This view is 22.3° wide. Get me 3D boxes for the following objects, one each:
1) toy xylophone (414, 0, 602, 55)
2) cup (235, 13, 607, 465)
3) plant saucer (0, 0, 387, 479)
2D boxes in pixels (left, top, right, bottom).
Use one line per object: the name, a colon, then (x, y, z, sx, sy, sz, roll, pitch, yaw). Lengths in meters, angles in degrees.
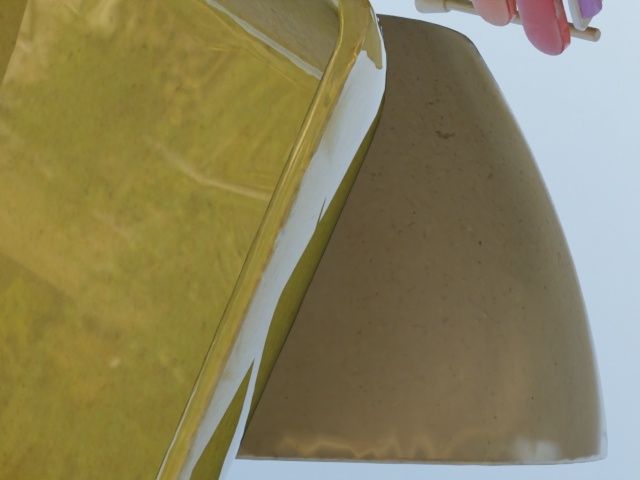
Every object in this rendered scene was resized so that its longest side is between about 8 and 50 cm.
toy xylophone: (0.107, -0.242, 1.272, 0.081, 0.236, 0.323, -44, -142, -23)
cup: (0.000, 0.000, 0.931, 0.331, 0.236, 0.331, 2, 177, 0)
plant saucer: (-0.118, 0.000, 0.632, 0.081, 0.332, 0.333, 5, -155, -44)
